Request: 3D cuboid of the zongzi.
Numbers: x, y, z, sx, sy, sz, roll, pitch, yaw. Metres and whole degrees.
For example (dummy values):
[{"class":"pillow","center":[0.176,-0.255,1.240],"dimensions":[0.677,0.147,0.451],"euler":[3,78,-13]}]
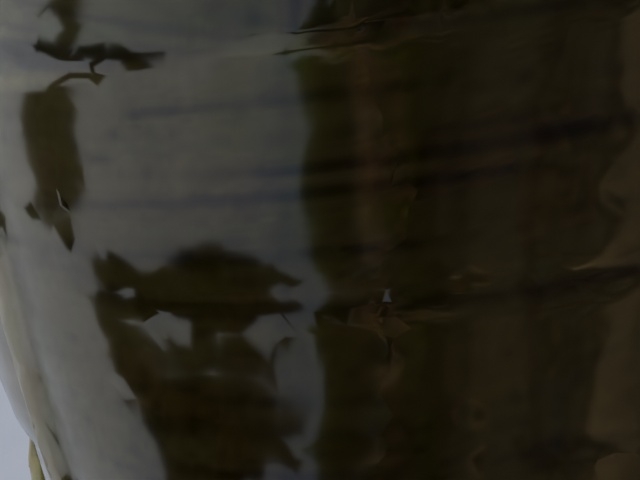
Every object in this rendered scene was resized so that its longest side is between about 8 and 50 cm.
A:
[{"class":"zongzi","center":[-0.036,0.035,0.561],"dimensions":[0.218,0.467,0.500],"euler":[-8,-75,-30]}]
